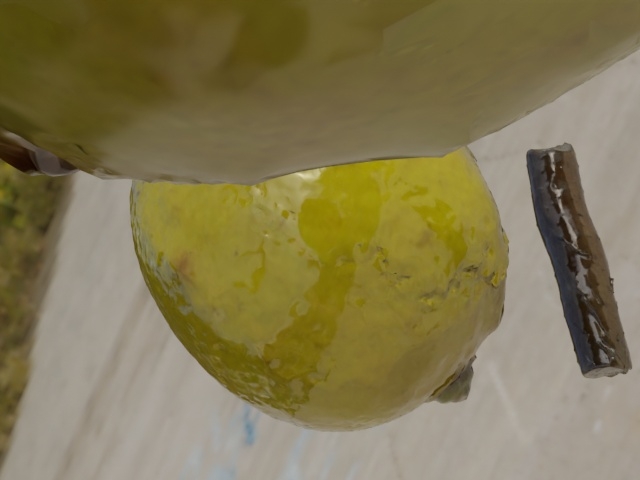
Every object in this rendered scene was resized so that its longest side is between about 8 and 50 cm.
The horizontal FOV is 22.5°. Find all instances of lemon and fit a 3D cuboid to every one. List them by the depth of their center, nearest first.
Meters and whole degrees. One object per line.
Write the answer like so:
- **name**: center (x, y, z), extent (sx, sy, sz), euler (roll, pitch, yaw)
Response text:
- **lemon**: center (-0.002, -0.002, 1.151), extent (0.260, 0.260, 0.284), euler (-39, 67, 61)

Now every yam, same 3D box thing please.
- **yam**: center (0.235, 0.015, 1.475), extent (0.057, 0.057, 0.241), euler (-48, 45, 51)

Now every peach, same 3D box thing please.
- **peach**: center (-0.002, -0.176, 0.376), extent (0.281, 0.314, 0.315), euler (-42, -52, -72)
